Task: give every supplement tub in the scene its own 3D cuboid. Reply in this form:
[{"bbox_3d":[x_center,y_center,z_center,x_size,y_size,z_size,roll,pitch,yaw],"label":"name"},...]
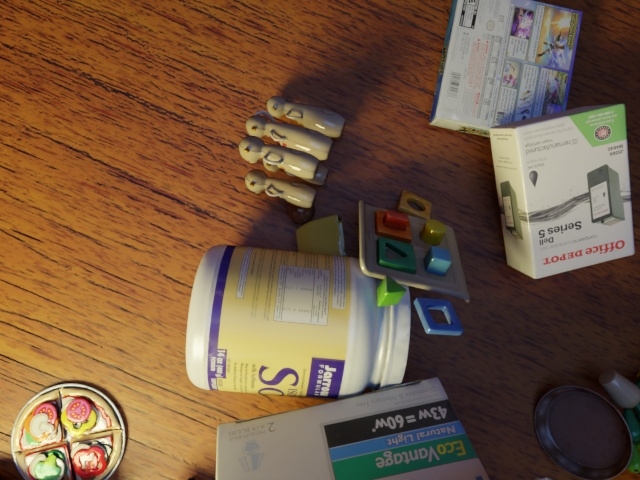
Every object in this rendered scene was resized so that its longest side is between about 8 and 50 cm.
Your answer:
[{"bbox_3d":[-0.036,0.138,0.876,0.331,0.241,0.241,6,86,-2],"label":"supplement tub"}]

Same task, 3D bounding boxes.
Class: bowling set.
[{"bbox_3d":[-0.071,-0.124,0.930,0.154,0.287,0.199,19,119,4],"label":"bowling set"}]

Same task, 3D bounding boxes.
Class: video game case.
[{"bbox_3d":[0.358,-0.333,1.020,0.244,0.061,0.269,12,86,-2],"label":"video game case"}]

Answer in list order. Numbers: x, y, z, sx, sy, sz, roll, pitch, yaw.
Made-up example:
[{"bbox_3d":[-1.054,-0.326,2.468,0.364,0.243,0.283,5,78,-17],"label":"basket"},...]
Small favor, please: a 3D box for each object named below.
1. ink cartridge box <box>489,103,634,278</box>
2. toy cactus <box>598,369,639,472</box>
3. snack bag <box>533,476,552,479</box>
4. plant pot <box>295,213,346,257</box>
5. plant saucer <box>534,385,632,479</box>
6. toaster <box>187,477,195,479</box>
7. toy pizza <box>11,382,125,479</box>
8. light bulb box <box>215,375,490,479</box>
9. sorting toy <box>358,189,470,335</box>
[{"bbox_3d":[0.435,-0.089,0.948,0.198,0.115,0.272,-13,103,-4],"label":"ink cartridge box"},{"bbox_3d":[0.580,0.303,0.965,0.180,0.112,0.219,43,75,-7],"label":"toy cactus"},{"bbox_3d":[0.129,0.417,0.641,0.343,0.037,0.323,-18,122,-1],"label":"snack bag"},{"bbox_3d":[0.000,0.000,0.971,0.083,0.081,0.081,-8,87,8],"label":"plant pot"},{"bbox_3d":[0.476,0.345,0.951,0.029,0.168,0.168,-5,85,-42],"label":"plant saucer"},{"bbox_3d":[-0.218,0.523,0.865,0.129,0.227,0.146,9,99,-28],"label":"toaster"},{"bbox_3d":[-0.455,0.360,0.941,0.201,0.032,0.201,0,86,-3],"label":"toy pizza"},{"bbox_3d":[0.053,0.440,0.791,0.358,0.225,0.361,-11,120,-5],"label":"light bulb box"},{"bbox_3d":[0.158,0.004,0.876,0.196,0.347,0.047,17,128,-11],"label":"sorting toy"}]
